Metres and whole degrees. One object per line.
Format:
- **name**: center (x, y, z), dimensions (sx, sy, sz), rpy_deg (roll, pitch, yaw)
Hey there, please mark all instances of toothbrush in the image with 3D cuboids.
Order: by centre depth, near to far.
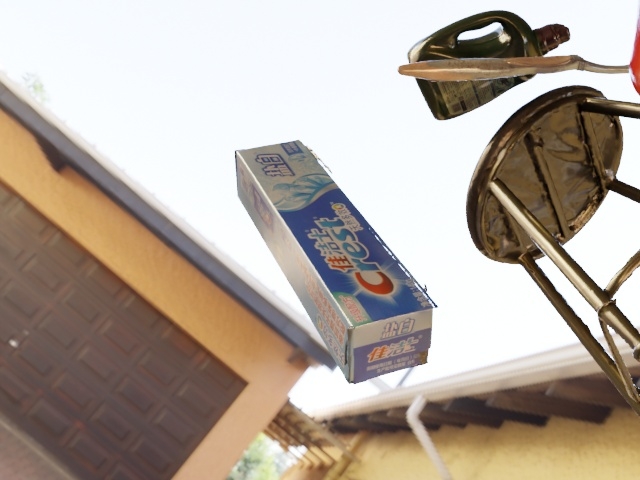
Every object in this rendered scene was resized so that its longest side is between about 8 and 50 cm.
- **toothbrush**: center (0.280, -0.221, 1.014), dimensions (0.037, 0.375, 0.028), rpy_deg (95, -11, -51)

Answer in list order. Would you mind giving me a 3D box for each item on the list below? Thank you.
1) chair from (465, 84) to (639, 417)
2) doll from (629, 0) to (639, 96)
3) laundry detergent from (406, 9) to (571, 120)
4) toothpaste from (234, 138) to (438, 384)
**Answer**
- **chair**: center (0.435, -0.002, 1.105), dimensions (0.410, 0.362, 0.365), rpy_deg (44, -4, 44)
- **doll**: center (0.398, -0.204, 0.798), dimensions (0.160, 0.182, 0.363), rpy_deg (31, -47, 43)
- **laundry detergent**: center (0.243, -0.265, 1.144), dimensions (0.144, 0.221, 0.078), rpy_deg (54, 20, -39)
- **toothpaste**: center (0.000, 0.000, 0.618), dimensions (0.272, 0.066, 0.053), rpy_deg (-125, -150, -52)
